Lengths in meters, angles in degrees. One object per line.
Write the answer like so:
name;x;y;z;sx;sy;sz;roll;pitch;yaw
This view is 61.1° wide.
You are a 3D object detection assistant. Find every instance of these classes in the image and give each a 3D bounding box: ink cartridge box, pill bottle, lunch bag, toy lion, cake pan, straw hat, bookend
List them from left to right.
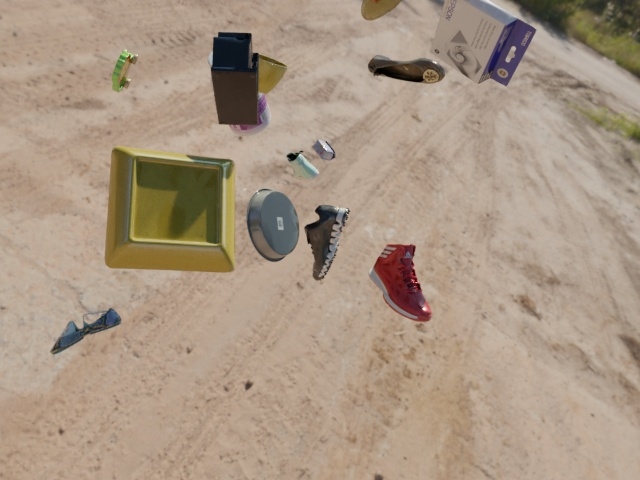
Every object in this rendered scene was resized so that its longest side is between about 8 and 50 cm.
toy lion;-0.431;-0.365;1.175;0.034;0.100;0.096;23;34;-15
bookend;-0.143;-0.306;0.932;0.072;0.156;0.157;0;70;-6
pill bottle;-0.293;-0.535;1.937;0.169;0.301;0.169;-7;52;9
cake pan;-0.175;-0.063;2.105;0.293;0.054;0.293;21;65;-54
lunch bag;0.019;-0.350;2.097;0.083;0.053;0.071;3;47;-57
straw hat;0.126;-0.563;1.193;0.061;0.144;0.144;26;30;-40
ink cartridge box;0.390;-0.490;1.338;0.224;0.223;0.045;37;74;13

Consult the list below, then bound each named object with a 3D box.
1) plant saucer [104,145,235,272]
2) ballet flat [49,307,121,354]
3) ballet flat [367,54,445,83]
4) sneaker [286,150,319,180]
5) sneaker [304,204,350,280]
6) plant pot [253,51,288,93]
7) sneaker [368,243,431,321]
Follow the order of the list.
plant saucer;-0.378;-0.090;1.419;0.333;0.081;0.332;4;74;-22
ballet flat;-0.375;0.138;0.856;0.114;0.041;0.041;-25;57;-16
ballet flat;0.250;-0.507;1.624;0.250;0.084;0.058;20;57;28
sneaker;-0.102;-0.361;2.538;0.151;0.094;0.256;46;-7;-20
sneaker;0.000;0.000;1.498;0.106;0.234;0.078;20;26;6
plant pot;-0.173;-0.491;1.603;0.134;0.095;0.134;18;22;-7
sneaker;0.197;0.083;1.265;0.087;0.128;0.221;1;30;-35
